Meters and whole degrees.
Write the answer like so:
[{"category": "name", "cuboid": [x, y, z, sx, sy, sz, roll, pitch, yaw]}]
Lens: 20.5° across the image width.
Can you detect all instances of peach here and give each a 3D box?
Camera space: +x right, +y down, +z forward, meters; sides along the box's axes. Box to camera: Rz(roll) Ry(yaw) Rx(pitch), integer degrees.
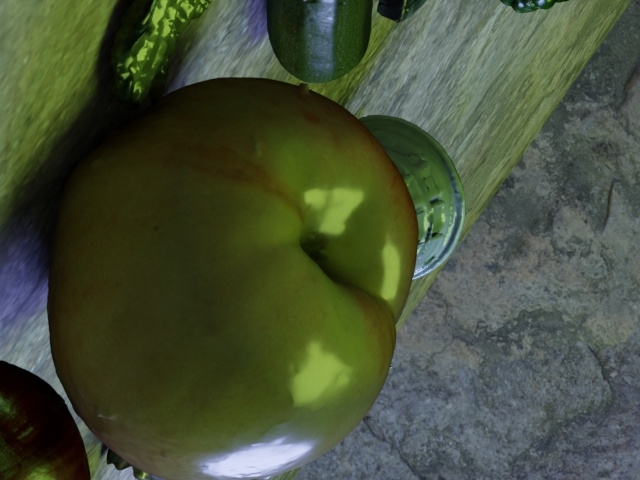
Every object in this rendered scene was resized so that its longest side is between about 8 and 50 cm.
[{"category": "peach", "cuboid": [-0.063, 0.026, 0.947, 0.232, 0.232, 0.232, -54, 172, -12]}]

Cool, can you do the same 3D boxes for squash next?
[{"category": "squash", "cuboid": [0.002, -0.150, 1.000, 0.066, 0.066, 0.229, -53, 171, -17]}]

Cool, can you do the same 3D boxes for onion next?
[{"category": "onion", "cuboid": [-0.175, 0.125, 0.929, 0.118, 0.118, 0.117, -45, 171, -51]}]

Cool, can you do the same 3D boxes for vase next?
[{"category": "vase", "cuboid": [0.000, 0.000, 1.343, 0.143, 0.143, 0.299, -59, 169, 23]}]

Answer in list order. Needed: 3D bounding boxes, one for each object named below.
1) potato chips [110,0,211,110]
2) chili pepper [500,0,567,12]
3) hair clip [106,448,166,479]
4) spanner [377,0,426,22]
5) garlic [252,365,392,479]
[{"category": "potato chips", "cuboid": [-0.044, -0.150, 0.850, 0.207, 0.028, 0.092, -56, 174, 13]}, {"category": "chili pepper", "cuboid": [0.239, -0.294, 1.782, 0.257, 0.074, 0.100, -53, 170, -46]}, {"category": "hair clip", "cuboid": [-0.130, 0.130, 1.347, 0.292, 0.084, 0.106, 94, 14, -66]}, {"category": "spanner", "cuboid": [0.090, -0.218, 1.158, 0.325, 0.040, 0.096, -59, 166, -54]}, {"category": "garlic", "cuboid": [-0.045, 0.138, 1.605, 0.198, 0.128, 0.090, -41, 163, -32]}]
